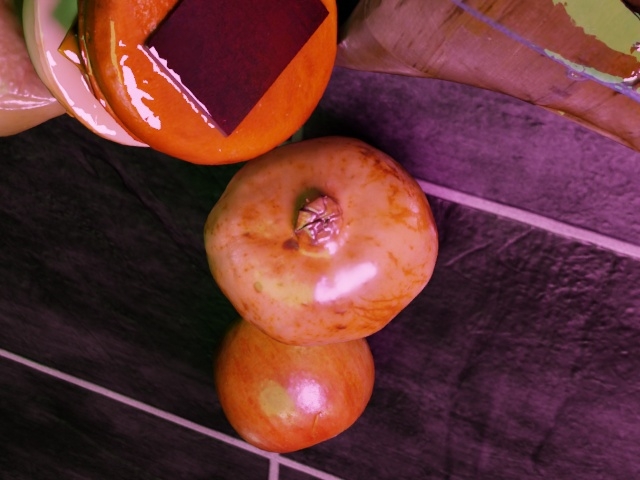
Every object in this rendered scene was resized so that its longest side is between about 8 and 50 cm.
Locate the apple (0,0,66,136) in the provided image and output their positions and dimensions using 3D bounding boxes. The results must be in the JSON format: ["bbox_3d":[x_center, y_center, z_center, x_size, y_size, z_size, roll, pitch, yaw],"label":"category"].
[{"bbox_3d":[-0.361,-0.246,1.332,0.279,0.279,0.279,14,127,20],"label":"apple"}]

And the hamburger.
[{"bbox_3d":[-0.139,-0.219,1.212,0.225,0.291,0.291,22,137,53],"label":"hamburger"}]

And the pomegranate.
[{"bbox_3d":[0.000,0.000,1.316,0.248,0.248,0.248,14,127,20],"label":"pomegranate"}]

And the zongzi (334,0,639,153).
[{"bbox_3d":[0.197,-0.162,1.136,0.356,0.174,0.393,45,141,3],"label":"zongzi"}]

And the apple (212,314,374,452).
[{"bbox_3d":[-0.036,0.150,1.471,0.196,0.196,0.196,14,127,20],"label":"apple"}]
